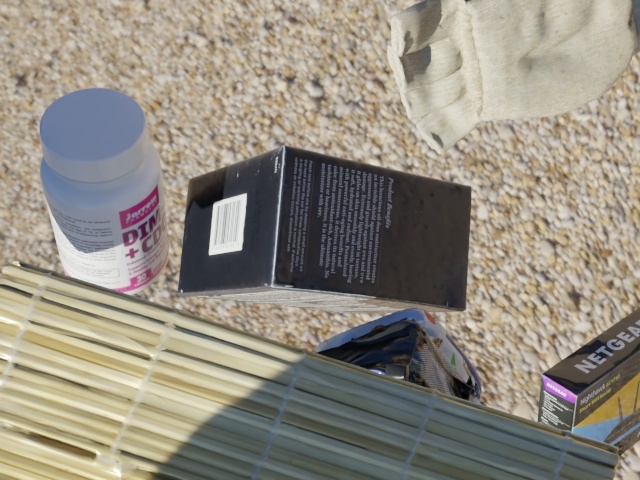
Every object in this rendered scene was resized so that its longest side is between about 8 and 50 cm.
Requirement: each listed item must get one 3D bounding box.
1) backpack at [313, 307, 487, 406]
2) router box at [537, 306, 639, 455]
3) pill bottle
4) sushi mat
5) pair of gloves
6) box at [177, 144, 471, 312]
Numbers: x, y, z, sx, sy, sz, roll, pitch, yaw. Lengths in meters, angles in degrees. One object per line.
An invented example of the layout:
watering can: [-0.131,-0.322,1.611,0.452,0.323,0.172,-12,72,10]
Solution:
backpack: [0.081,0.228,1.068,0.276,0.263,0.213,-23,18,40]
router box: [0.282,0.153,0.901,0.179,0.133,0.046,-26,38,-32]
pill bottle: [-0.297,-0.062,1.275,0.160,0.283,0.160,2,52,-3]
sushi mat: [-0.028,0.125,0.443,0.316,0.019,0.151,17,90,5]
pair of gloves: [0.098,-0.178,0.453,0.204,0.240,0.042,-30,27,-1]
box: [0.000,0.000,1.262,0.296,0.294,0.183,-8,75,58]
